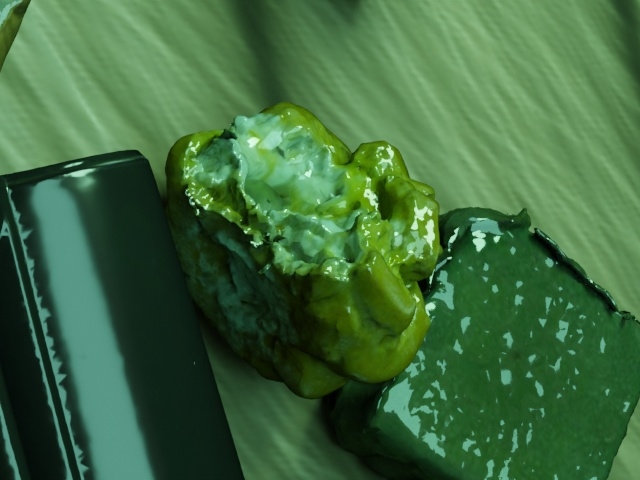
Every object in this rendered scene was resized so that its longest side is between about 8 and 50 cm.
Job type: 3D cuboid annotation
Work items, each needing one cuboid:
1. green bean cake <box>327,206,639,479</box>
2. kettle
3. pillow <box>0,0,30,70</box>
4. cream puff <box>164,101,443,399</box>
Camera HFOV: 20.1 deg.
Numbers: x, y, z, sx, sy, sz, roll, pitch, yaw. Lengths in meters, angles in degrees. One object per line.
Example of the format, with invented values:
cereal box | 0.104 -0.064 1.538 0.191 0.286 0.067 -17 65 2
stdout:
green bean cake | 0.131 0.101 1.416 0.227 0.125 0.222 36 70 -24
kettle | -0.181 0.112 1.156 0.262 0.203 0.308 -16 93 -53
pillow | -0.317 -0.021 1.019 0.119 0.312 0.310 46 63 -32
cream puff | -0.001 0.004 1.301 0.195 0.194 0.221 -35 67 -30
